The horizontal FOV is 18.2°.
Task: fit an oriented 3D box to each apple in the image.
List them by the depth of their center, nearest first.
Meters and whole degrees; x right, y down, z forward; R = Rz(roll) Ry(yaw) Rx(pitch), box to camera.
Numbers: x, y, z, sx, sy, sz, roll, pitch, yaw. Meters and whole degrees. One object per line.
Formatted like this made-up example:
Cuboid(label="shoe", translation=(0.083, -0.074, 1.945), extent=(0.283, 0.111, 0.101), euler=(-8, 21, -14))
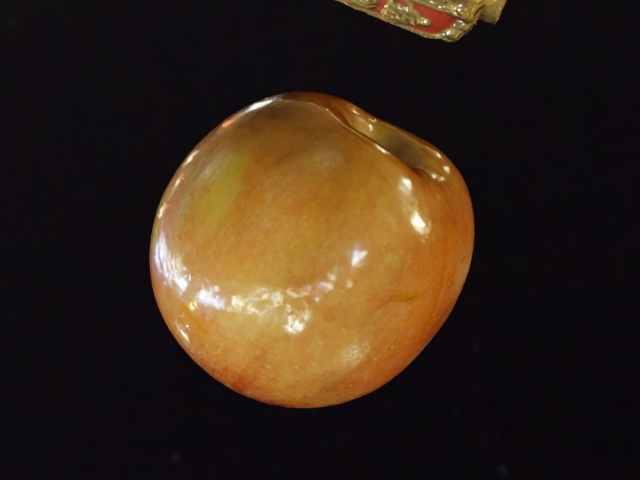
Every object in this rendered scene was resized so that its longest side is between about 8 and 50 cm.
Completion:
Cuboid(label="apple", translation=(0.000, 0.000, 1.504), extent=(0.253, 0.253, 0.253), euler=(-16, -149, 10))

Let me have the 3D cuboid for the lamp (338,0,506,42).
Cuboid(label="lamp", translation=(0.061, -0.296, 1.865), extent=(0.274, 0.177, 0.177), euler=(23, -142, -1))
